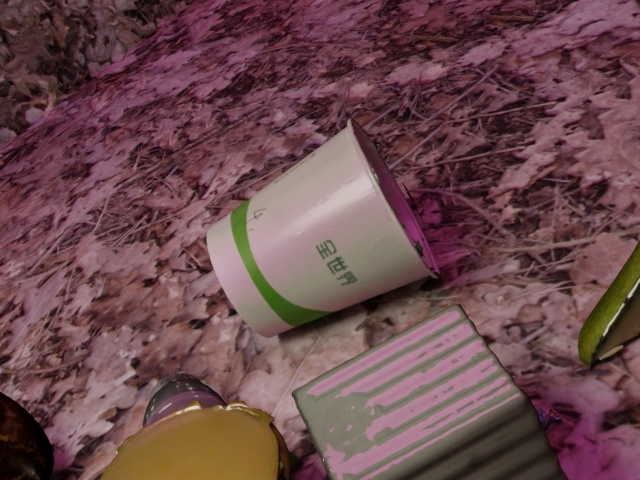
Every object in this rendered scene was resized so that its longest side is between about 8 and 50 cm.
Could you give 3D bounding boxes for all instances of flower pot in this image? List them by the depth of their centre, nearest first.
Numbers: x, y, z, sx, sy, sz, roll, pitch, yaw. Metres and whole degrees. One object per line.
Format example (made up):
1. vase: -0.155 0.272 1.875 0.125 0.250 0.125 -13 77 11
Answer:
1. flower pot: 0.102 0.200 0.748 0.189 0.209 0.239 -29 42 -3

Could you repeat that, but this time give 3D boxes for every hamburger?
1. hamburger: -0.126 0.298 0.846 0.237 0.149 0.237 -12 32 7

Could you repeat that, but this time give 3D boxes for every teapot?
1. teapot: -0.178 0.246 1.023 0.116 0.148 0.146 4 12 -19

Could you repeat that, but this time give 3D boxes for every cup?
1. cup: 0.000 0.000 1.120 0.273 0.253 0.253 -30 31 11

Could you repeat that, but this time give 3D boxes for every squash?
1. squash: 0.410 0.053 0.934 0.252 0.169 0.093 -60 28 10

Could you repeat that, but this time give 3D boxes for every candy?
1. candy: 0.219 0.199 0.857 0.083 0.020 0.030 -22 33 6

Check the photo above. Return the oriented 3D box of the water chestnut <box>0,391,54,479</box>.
1. water chestnut: -0.490 0.302 0.995 0.289 0.289 0.244 -25 2 3
